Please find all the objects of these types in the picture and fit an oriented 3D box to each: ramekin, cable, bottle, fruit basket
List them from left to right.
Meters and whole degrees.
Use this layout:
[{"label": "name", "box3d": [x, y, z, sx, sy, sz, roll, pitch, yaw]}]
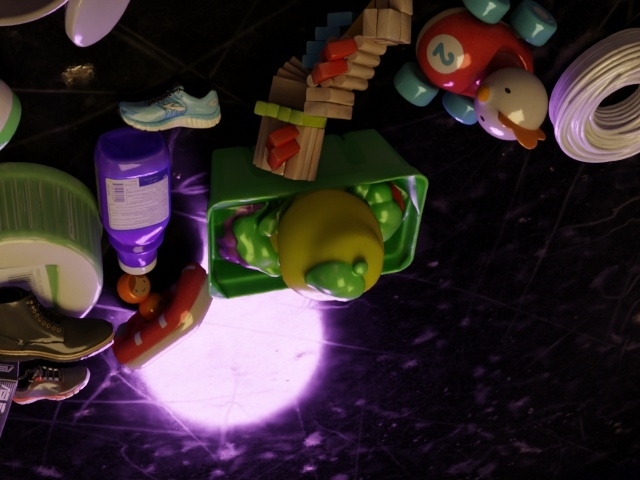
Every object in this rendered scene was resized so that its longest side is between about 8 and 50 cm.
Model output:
[{"label": "ramekin", "box3d": [-0.495, 0.032, 1.779, 0.303, 0.148, 0.303, -12, 140, -10]}, {"label": "bottle", "box3d": [-0.303, -0.058, 1.797, 0.118, 0.092, 0.283, -12, 141, -16]}, {"label": "fruit basket", "box3d": [0.000, 0.000, 1.779, 0.392, 0.392, 0.283, -9, 140, -13]}, {"label": "cable", "box3d": [0.523, -0.250, 1.920, 0.257, 0.089, 0.257, -15, 142, -5]}]

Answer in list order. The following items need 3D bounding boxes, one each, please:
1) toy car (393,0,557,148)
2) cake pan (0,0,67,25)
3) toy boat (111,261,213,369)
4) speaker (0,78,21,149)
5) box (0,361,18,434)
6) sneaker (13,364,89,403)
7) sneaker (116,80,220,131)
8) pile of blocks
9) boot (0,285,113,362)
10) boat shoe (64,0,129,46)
[{"label": "toy car", "box3d": [0.269, -0.238, 1.708, 0.210, 0.238, 0.219, 15, 130, -35]}, {"label": "cake pan", "box3d": [-0.412, -0.400, 1.324, 0.293, 0.054, 0.293, 1, 129, 1]}, {"label": "toy boat", "box3d": [-0.304, 0.115, 1.988, 0.231, 0.151, 0.151, -36, 109, 19]}, {"label": "speaker", "box3d": [-0.551, -0.223, 1.479, 0.131, 0.131, 0.296, -35, 139, 18]}, {"label": "box", "box3d": [-0.701, 0.310, 2.070, 0.216, 0.060, 0.270, 11, 133, -21]}, {"label": "sneaker", "box3d": [-0.525, 0.270, 2.118, 0.158, 0.061, 0.065, -16, 135, -5]}, {"label": "sneaker", "box3d": [-0.233, -0.213, 1.688, 0.162, 0.063, 0.073, -7, 122, -21]}, {"label": "pile of blocks", "box3d": [-0.006, -0.246, 1.639, 0.362, 0.149, 0.112, -54, 160, 18]}, {"label": "boot", "box3d": [-0.429, 0.124, 1.742, 0.198, 0.077, 0.137, -8, 135, -15]}, {"label": "boat shoe", "box3d": [-0.295, -0.381, 1.426, 0.096, 0.088, 0.267, -29, 151, -42]}]
